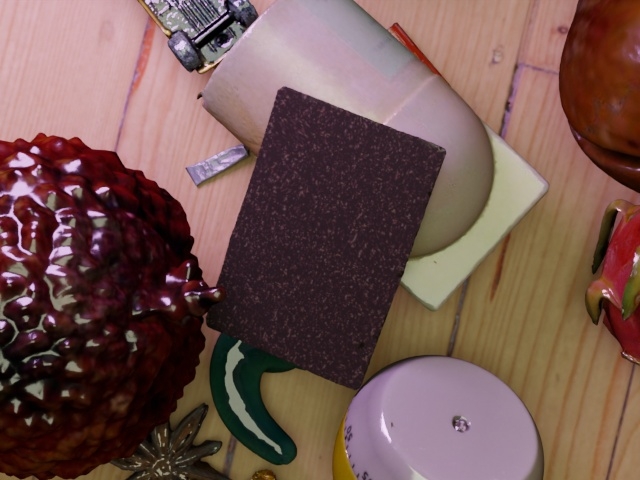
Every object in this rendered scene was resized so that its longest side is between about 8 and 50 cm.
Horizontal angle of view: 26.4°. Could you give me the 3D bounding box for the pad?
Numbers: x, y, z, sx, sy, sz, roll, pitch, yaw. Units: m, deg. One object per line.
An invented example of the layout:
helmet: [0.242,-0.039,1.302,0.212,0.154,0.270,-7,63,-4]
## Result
pad: [0.000,0.000,1.657,0.220,0.004,0.330,23,109,11]

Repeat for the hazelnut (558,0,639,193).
hazelnut: [0.513,-0.235,1.680,0.402,0.402,0.429,27,80,2]

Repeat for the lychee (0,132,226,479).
lychee: [-0.325,0.081,1.657,0.500,0.424,0.424,3,88,27]

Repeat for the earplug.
earplug: [-0.029,0.126,1.767,0.164,0.280,0.257,31,50,-22]

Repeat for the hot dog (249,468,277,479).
hot dog: [-0.107,0.374,1.806,0.045,0.071,0.165,37,89,-10]

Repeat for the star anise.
star anise: [-0.208,0.301,1.816,0.195,0.065,0.182,-38,93,-4]

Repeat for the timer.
timer: [0.131,0.307,1.742,0.285,0.285,0.285,0,88,1]

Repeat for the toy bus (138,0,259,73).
toy bus: [-0.219,-0.372,1.805,0.121,0.123,0.335,-39,88,-2]

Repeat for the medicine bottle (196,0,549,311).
medicine bottle: [0.070,-0.124,1.735,0.406,0.236,0.236,43,89,2]

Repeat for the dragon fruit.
dragon fruit: [0.451,0.064,1.745,0.224,0.224,0.227,19,92,2]

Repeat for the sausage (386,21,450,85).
sausage: [0.132,-0.235,1.840,0.034,0.034,0.129,-39,88,0]

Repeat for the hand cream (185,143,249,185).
hand cream: [-0.136,-0.107,1.848,0.093,0.019,0.030,-27,86,2]
